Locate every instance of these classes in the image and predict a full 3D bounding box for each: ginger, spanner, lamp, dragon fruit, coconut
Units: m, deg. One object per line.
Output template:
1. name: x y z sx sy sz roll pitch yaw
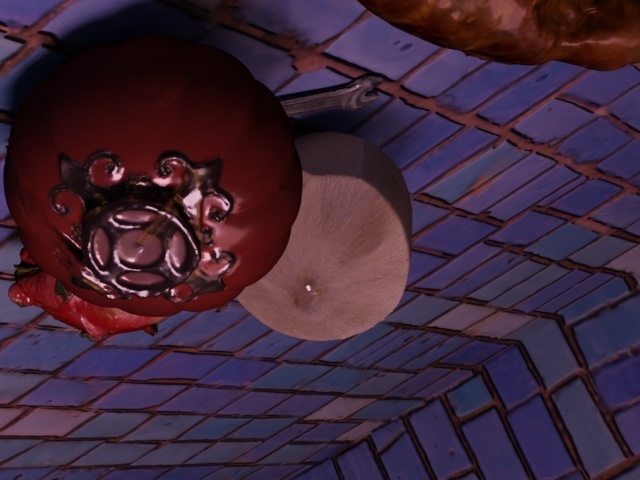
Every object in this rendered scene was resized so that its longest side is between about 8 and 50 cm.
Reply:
1. ginger: 0.122 -0.275 1.393 0.418 0.254 0.176 18 94 -41
2. spanner: -0.054 -0.155 1.711 0.302 0.017 0.071 -14 157 -28
3. lamp: -0.168 -0.061 1.463 0.303 0.257 0.303 1 126 1
4. dragon fruit: -0.243 0.025 1.754 0.200 0.198 0.269 5 -163 17
5. coconut: 0.000 0.000 1.778 0.237 0.237 0.266 -37 -161 29
